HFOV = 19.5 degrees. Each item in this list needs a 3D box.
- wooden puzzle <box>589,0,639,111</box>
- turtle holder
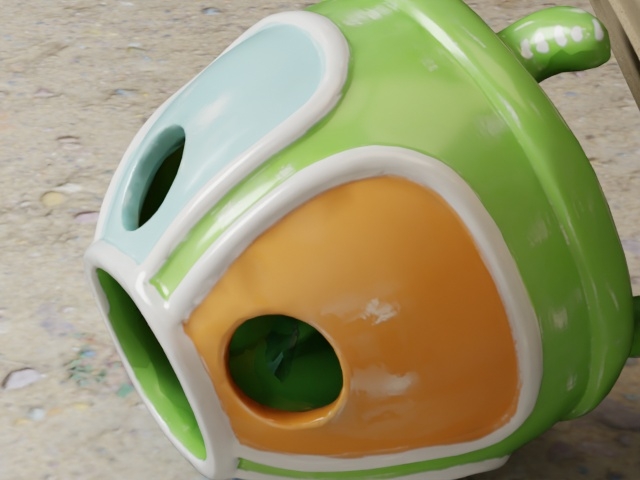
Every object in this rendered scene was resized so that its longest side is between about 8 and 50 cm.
[{"bbox_3d":[0.200,-0.007,0.774,0.081,0.347,0.322,-22,25,4],"label":"wooden puzzle"},{"bbox_3d":[0.000,-0.010,0.904,0.227,0.243,0.320,-28,45,-15],"label":"turtle holder"}]
